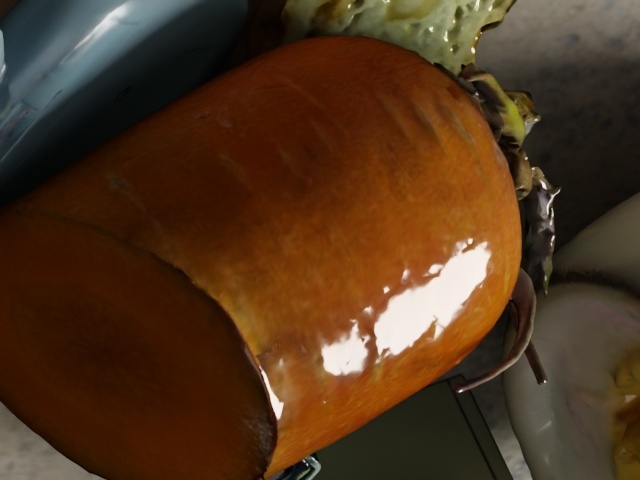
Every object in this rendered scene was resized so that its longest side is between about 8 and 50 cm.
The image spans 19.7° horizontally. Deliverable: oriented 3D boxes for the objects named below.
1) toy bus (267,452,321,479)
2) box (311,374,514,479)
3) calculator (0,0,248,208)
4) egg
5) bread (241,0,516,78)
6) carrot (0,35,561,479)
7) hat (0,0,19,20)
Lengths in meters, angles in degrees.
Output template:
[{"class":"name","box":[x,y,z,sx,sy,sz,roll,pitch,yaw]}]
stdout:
[{"class":"toy bus","box":[-0.085,0.097,1.162,0.088,0.101,0.175,-37,127,10]},{"class":"box","box":[0.035,0.247,1.324,0.225,0.117,0.225,-20,133,-4]},{"class":"calculator","box":[-0.125,-0.074,0.922,0.188,0.042,0.303,-46,173,18]},{"class":"egg","box":[0.345,0.088,1.175,0.340,0.354,0.354,-31,137,-24]},{"class":"bread","box":[0.035,-0.137,1.024,0.128,0.088,0.232,16,130,-21]},{"class":"carrot","box":[0.000,0.000,0.938,0.331,0.214,0.193,-33,132,-30]},{"class":"hat","box":[-0.245,-0.085,0.905,0.275,0.161,0.232,-6,136,-36]}]
